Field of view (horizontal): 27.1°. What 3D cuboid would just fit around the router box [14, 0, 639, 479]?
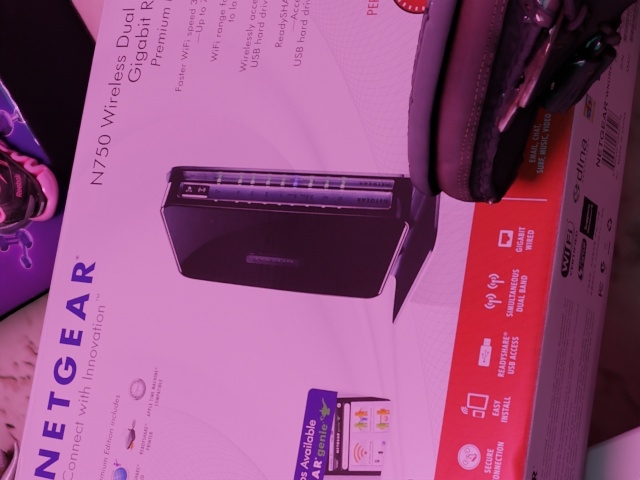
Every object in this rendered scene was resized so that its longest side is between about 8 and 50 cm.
[{"bbox_3d":[0.000,0.000,0.708,0.301,0.082,0.335,3,80,32],"label":"router box"}]

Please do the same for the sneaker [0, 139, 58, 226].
[{"bbox_3d":[-0.222,-0.045,0.826,0.119,0.057,0.047,31,125,19],"label":"sneaker"}]

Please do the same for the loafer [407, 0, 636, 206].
[{"bbox_3d":[0.105,-0.133,0.509,0.095,0.109,0.302,20,126,14],"label":"loafer"}]

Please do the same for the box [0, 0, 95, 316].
[{"bbox_3d":[-0.247,-0.037,0.945,0.261,0.103,0.184,-28,92,38],"label":"box"}]

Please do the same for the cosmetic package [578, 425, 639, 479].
[{"bbox_3d":[0.152,0.232,0.728,0.385,0.156,0.217,-29,69,38],"label":"cosmetic package"}]

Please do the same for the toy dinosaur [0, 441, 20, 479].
[{"bbox_3d":[-0.234,0.326,1.050,0.313,0.121,0.160,57,159,24],"label":"toy dinosaur"}]
